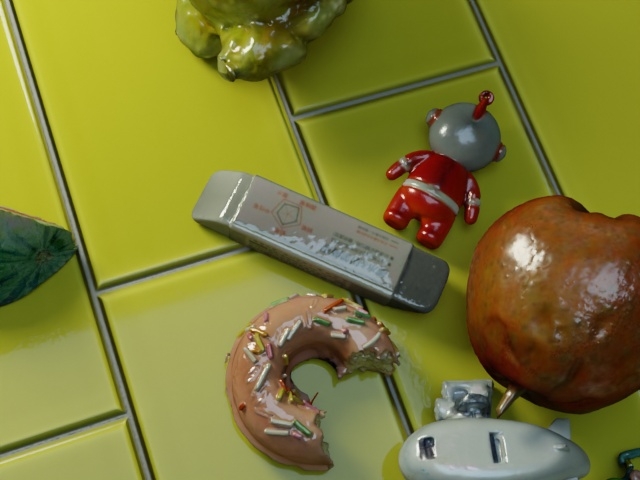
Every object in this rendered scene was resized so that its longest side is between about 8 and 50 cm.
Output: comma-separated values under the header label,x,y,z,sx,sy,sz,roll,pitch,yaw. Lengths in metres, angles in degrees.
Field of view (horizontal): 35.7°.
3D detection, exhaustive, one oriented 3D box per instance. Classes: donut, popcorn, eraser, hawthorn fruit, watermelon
label,x,y,z,sx,sy,sz,roll,pitch,yaw
donut,-0.018,0.163,1.269,0.199,0.085,0.233,32,69,6
popcorn,-0.074,-0.400,1.352,0.274,0.279,0.335,10,43,39
eraser,0.000,0.000,1.339,0.352,0.061,0.089,25,69,1
hawthorn fruit,0.302,0.104,1.239,0.277,0.277,0.298,33,73,5
watermelon,-0.444,0.021,1.263,0.231,0.128,0.146,17,88,-3

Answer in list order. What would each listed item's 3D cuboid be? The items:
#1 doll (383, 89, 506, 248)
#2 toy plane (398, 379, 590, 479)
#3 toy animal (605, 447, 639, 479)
label,x,y,z,sx,sy,sz,roll,pitch,yaw
doll,0.181,-0.109,1.394,0.142,0.076,0.245,29,74,2
toy plane,0.218,0.281,1.246,0.245,0.117,0.244,2,54,-3
toy animal,0.451,0.290,1.287,0.208,0.100,0.103,-30,43,-14
